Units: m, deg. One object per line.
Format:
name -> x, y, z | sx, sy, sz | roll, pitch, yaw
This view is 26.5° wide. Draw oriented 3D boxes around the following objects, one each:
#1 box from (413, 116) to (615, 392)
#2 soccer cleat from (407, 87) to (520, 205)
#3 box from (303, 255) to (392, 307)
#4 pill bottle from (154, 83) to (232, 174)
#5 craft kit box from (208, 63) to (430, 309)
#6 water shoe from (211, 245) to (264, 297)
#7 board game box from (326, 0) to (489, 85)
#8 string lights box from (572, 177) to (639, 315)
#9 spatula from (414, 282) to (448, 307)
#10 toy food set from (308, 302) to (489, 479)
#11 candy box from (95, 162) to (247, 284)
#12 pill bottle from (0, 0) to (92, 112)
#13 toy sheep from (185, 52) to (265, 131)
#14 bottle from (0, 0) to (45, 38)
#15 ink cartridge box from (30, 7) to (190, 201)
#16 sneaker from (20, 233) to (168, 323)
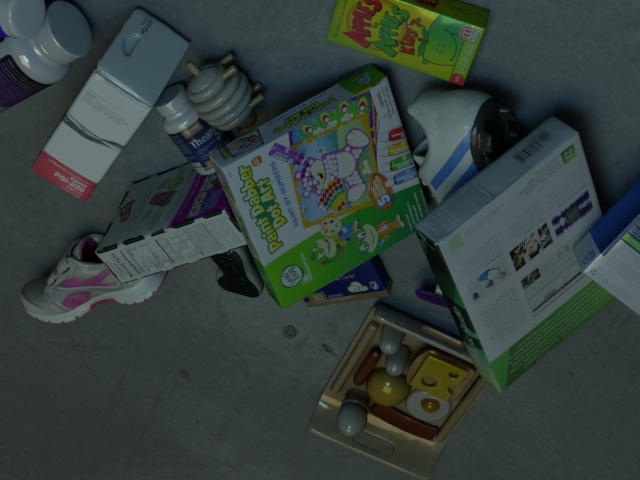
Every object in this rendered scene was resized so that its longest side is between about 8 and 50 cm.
box -> 0.264, 0.026, 1.758 | 0.058, 0.232, 0.322 | 42, 165, 46
soccer cleat -> 0.200, -0.070, 1.800 | 0.143, 0.116, 0.331 | 18, 141, 33
box -> 0.000, 0.000, 1.964 | 0.136, 0.036, 0.225 | -10, 127, 25
pill bottle -> -0.173, -0.153, 1.855 | 0.067, 0.067, 0.120 | -18, 124, 31
craft kit box -> 0.006, -0.068, 1.785 | 0.246, 0.061, 0.250 | -29, 127, -9
water shoe -> -0.113, 0.021, 1.999 | 0.073, 0.080, 0.203 | 15, 159, 8
board game box -> 0.106, -0.265, 1.678 | 0.181, 0.043, 0.092 | 19, 135, 1
string lights box -> 0.454, -0.031, 1.693 | 0.133, 0.077, 0.260 | 36, 109, -16
spatula -> 0.170, 0.042, 1.881 | 0.084, 0.030, 0.296 | 16, 154, 13
toy food set -> 0.131, 0.243, 2.106 | 0.219, 0.092, 0.306 | 24, 135, -4
candy box -> -0.184, -0.039, 1.901 | 0.233, 0.159, 0.071 | -16, 124, 31
pill bottle -> -0.400, -0.246, 1.814 | 0.193, 0.108, 0.108 | -21, 123, 33
toy sheep -> -0.131, -0.194, 1.793 | 0.091, 0.091, 0.132 | -22, 127, 33
bottle -> -0.481, -0.309, 1.748 | 0.283, 0.092, 0.118 | 14, 142, 28
ink cartridge box -> -0.277, -0.179, 1.801 | 0.092, 0.158, 0.218 | 32, 133, -10
sneaker -> -0.362, 0.046, 2.088 | 0.252, 0.103, 0.111 | -16, 121, 22
